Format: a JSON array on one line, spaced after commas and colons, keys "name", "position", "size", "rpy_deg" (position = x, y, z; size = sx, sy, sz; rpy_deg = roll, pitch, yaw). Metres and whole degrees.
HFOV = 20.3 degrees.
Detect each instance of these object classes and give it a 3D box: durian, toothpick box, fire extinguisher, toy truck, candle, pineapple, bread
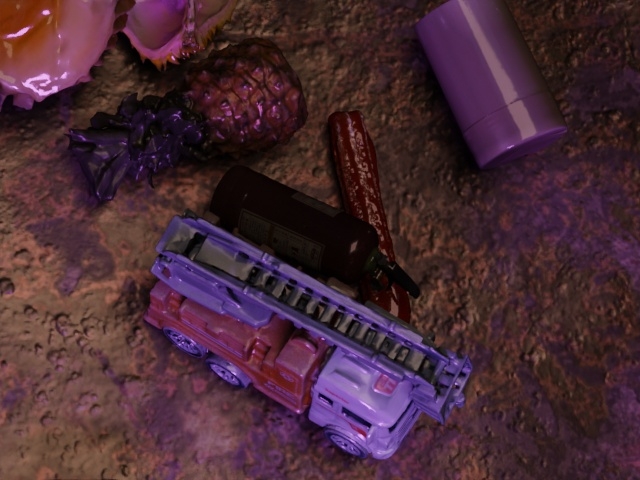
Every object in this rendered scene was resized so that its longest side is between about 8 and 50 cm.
[{"name": "durian", "position": [-0.154, -0.291, 1.921], "size": [0.165, 0.132, 0.182], "rpy_deg": [-30, 97, -9]}, {"name": "toothpick box", "position": [0.189, -0.179, 1.997], "size": [0.111, 0.111, 0.180], "rpy_deg": [-22, 82, -20]}, {"name": "fire extinguisher", "position": [0.000, 0.000, 1.886], "size": [0.231, 0.099, 0.071], "rpy_deg": [25, 74, 16]}, {"name": "toy truck", "position": [-0.010, 0.095, 1.804], "size": [0.338, 0.184, 0.133], "rpy_deg": [30, 71, 9]}, {"name": "candle", "position": [0.059, 0.014, 1.943], "size": [0.051, 0.048, 0.329], "rpy_deg": [-9, 78, -9]}, {"name": "pineapple", "position": [-0.143, -0.122, 1.890], "size": [0.248, 0.128, 0.128], "rpy_deg": [-24, 83, -14]}, {"name": "bread", "position": [-0.361, -0.315, 1.847], "size": [0.236, 0.183, 0.388], "rpy_deg": [-44, 95, 4]}]

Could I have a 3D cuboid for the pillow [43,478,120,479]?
[{"name": "pillow", "position": [-0.243, 0.343, 1.762], "size": [0.130, 0.033, 0.217], "rpy_deg": [3, 91, -22]}]
